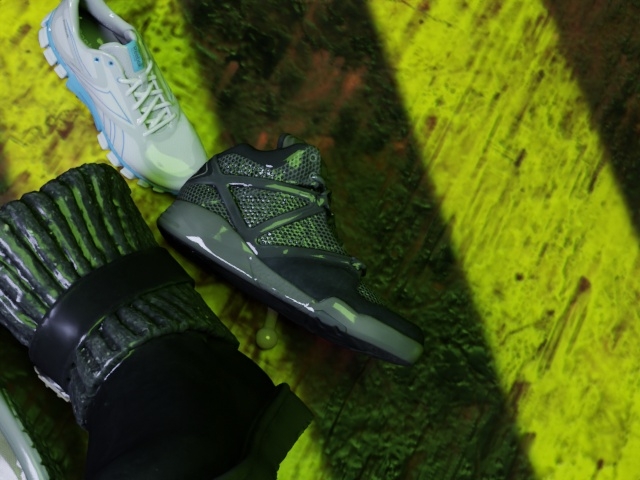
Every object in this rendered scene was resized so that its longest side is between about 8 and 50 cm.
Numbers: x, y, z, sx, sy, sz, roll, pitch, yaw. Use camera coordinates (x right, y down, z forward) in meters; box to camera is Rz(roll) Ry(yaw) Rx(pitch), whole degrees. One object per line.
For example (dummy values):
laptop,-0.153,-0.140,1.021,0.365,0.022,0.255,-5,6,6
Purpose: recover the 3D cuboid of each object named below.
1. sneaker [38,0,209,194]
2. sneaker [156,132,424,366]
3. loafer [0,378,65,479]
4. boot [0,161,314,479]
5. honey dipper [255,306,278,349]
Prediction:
sneaker,-0.152,-0.120,1.197,0.071,0.083,0.191,-38,88,-29
sneaker,0.000,0.000,1.169,0.227,0.087,0.130,32,79,10
loafer,-0.256,0.132,1.069,0.087,0.094,0.251,-32,76,-8
boot,-0.150,0.086,1.016,0.131,0.348,0.260,-39,90,11
honey dipper,-0.030,0.012,1.223,0.030,0.030,0.161,19,68,-12
